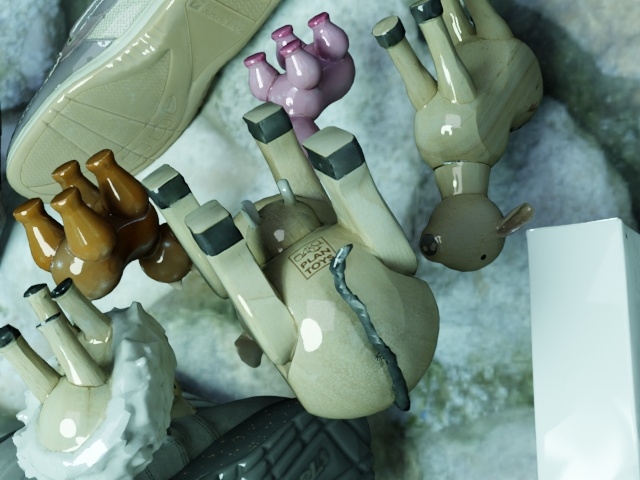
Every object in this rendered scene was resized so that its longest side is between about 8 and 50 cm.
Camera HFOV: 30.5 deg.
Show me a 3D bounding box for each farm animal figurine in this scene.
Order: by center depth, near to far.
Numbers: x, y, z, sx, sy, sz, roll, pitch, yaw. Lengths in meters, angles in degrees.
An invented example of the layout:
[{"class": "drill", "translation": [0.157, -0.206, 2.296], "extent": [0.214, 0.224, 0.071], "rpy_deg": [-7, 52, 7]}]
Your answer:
[{"class": "farm animal figurine", "translation": [0.000, 0.000, 0.671], "extent": [0.330, 0.327, 0.172], "rpy_deg": [-27, 113, 6]}]

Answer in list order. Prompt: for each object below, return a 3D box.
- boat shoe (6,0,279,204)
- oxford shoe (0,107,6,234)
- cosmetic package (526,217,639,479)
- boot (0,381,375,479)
[{"class": "boat shoe", "translation": [-0.134, -0.144, 0.871], "extent": [0.285, 0.102, 0.092], "rpy_deg": [-46, 47, 20]}, {"class": "oxford shoe", "translation": [-0.265, -0.054, 0.862], "extent": [0.096, 0.271, 0.098], "rpy_deg": [-27, 69, -26]}, {"class": "cosmetic package", "translation": [0.160, 0.115, 0.656], "extent": [0.060, 0.099, 0.239], "rpy_deg": [-7, 76, 26]}, {"class": "boot", "translation": [-0.147, 0.169, 0.672], "extent": [0.222, 0.338, 0.118], "rpy_deg": [0, 100, 42]}]
